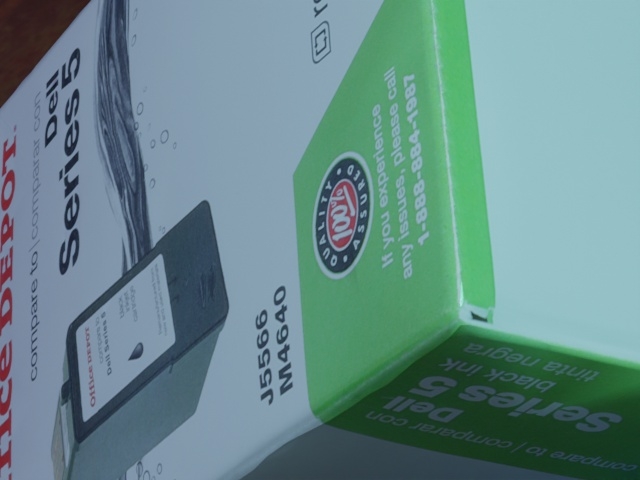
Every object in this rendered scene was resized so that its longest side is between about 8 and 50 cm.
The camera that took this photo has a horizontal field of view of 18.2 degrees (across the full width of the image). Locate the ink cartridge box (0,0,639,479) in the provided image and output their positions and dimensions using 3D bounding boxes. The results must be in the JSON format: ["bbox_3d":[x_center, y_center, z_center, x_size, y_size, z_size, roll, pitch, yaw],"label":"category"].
[{"bbox_3d":[0.000,0.000,0.589,0.273,0.114,0.198,-40,46,48],"label":"ink cartridge box"}]
